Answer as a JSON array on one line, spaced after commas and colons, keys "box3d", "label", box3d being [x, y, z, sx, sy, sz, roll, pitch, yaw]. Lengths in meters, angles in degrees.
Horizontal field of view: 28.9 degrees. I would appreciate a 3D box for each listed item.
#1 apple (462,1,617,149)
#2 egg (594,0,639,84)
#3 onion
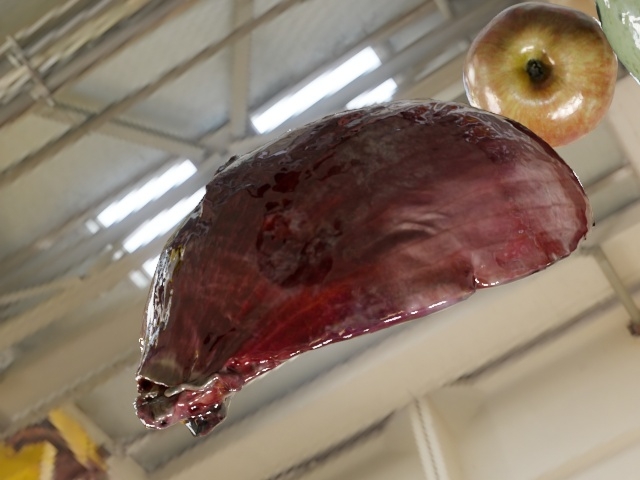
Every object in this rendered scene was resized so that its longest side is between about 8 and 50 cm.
[{"box3d": [0.208, -0.157, 1.176, 0.146, 0.131, 0.146, -2, -96, 14], "label": "apple"}, {"box3d": [0.327, -0.201, 1.056, 0.177, 0.228, 0.177, -14, 174, -1], "label": "egg"}, {"box3d": [0.000, 0.000, 0.662, 0.283, 0.120, 0.227, -30, -171, -38], "label": "onion"}]
